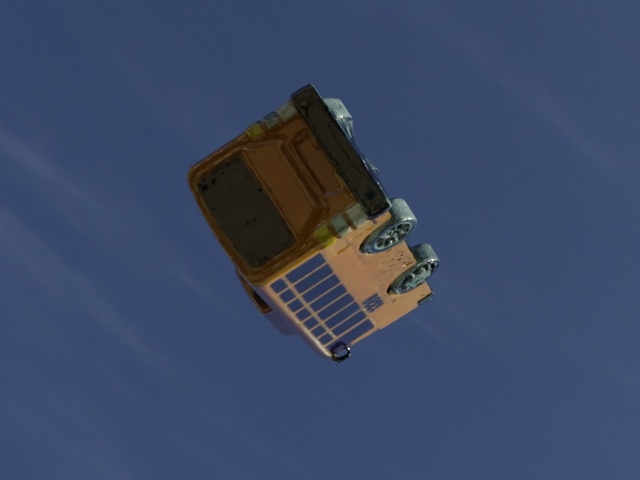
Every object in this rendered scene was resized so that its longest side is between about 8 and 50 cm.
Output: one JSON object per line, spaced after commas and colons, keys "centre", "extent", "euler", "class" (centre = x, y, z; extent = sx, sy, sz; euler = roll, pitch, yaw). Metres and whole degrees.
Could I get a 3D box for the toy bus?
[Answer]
{"centre": [0.000, 0.000, 0.909], "extent": [0.114, 0.201, 0.098], "euler": [-33, -111, 1], "class": "toy bus"}
